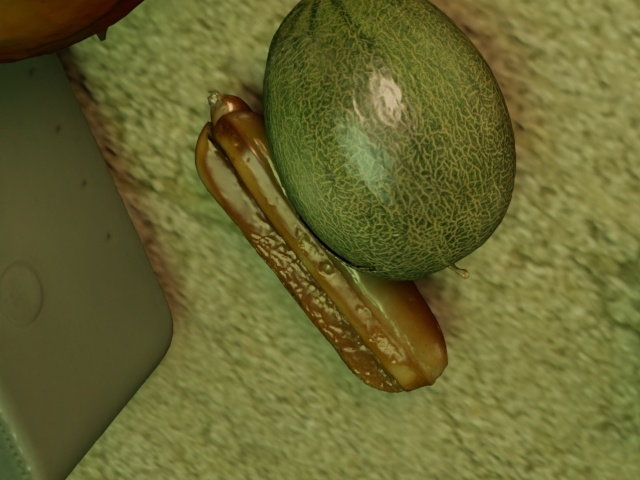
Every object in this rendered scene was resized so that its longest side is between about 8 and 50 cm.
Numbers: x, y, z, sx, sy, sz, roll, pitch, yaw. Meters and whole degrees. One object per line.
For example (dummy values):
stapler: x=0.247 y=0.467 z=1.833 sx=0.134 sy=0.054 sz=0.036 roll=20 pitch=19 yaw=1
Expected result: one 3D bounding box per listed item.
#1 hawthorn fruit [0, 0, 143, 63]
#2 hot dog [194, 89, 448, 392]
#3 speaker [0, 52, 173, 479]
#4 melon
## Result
hawthorn fruit: x=-0.179 y=-0.255 z=0.752 sx=0.403 sy=0.403 sz=0.403 roll=11 pitch=123 yaw=17
hot dog: x=0.000 y=0.000 z=1.006 sx=0.236 sy=0.062 sz=0.092 roll=53 pitch=159 yaw=-16
speaker: x=-0.256 y=-0.037 z=1.011 sx=0.183 sy=0.184 sz=0.406 roll=-4 pitch=118 yaw=36
melon: x=0.042 y=-0.056 z=0.911 sx=0.139 sy=0.139 sz=0.192 roll=-16 pitch=111 yaw=30
